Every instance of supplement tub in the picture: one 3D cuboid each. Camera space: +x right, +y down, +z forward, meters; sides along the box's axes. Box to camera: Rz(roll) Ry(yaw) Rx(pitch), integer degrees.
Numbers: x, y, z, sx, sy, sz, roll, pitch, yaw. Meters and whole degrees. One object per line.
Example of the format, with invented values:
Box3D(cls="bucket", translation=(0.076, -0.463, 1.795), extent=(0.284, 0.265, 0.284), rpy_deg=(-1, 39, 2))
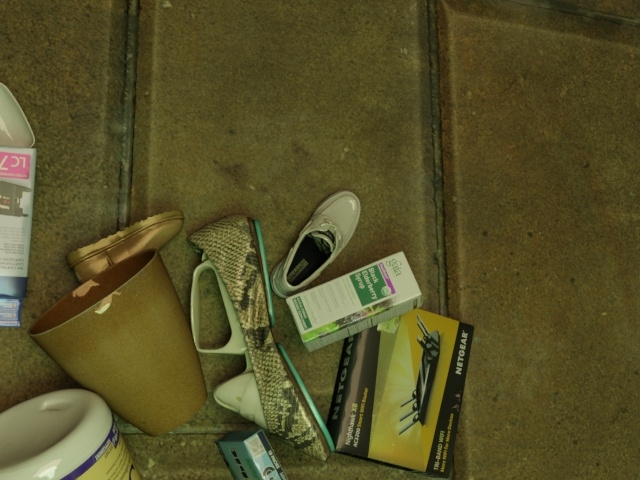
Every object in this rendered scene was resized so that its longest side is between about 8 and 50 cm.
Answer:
Box3D(cls="supplement tub", translation=(-0.381, 0.422, 1.312), extent=(0.241, 0.241, 0.332), rpy_deg=(-29, 113, -24))

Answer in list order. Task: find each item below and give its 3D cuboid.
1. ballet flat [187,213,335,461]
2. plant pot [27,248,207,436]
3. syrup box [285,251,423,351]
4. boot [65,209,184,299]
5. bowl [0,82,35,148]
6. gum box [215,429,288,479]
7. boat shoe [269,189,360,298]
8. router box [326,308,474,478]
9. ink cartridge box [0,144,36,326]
Box3D(cls="ballet flat", translation=(-0.134, 0.189, 1.565), extent=(0.181, 0.164, 0.483), rpy_deg=(-17, 78, -10))
Box3D(cls="plant pot", translation=(-0.300, 0.182, 1.398), extent=(0.237, 0.237, 0.254), rpy_deg=(-38, 107, -24))
Box3D(cls="syrup box", translation=(0.065, 0.115, 1.608), extent=(0.236, 0.096, 0.093), rpy_deg=(-22, 70, -2))
Box3D(cls="boot", translation=(-0.302, 0.107, 1.547), extent=(0.236, 0.089, 0.270), rpy_deg=(-26, 88, -14))
Box3D(cls="bowl", translation=(-0.592, -0.194, 1.514), extent=(0.142, 0.053, 0.142), rpy_deg=(-29, 91, -25))
Box3D(cls="gum box", translation=(-0.109, 0.408, 1.495), extent=(0.041, 0.184, 0.157), rpy_deg=(-28, 89, -25))
Box3D(cls="boat shoe", translation=(0.000, 0.000, 1.684), extent=(0.096, 0.088, 0.267), rpy_deg=(46, 67, -6))
Box3D(cls="router box", translation=(0.156, 0.284, 1.685), extent=(0.242, 0.081, 0.309), rpy_deg=(18, 72, -16))
Box3D(cls="ink cartridge box", translation=(-0.582, -0.009, 1.443), extent=(0.185, 0.065, 0.311), rpy_deg=(4, 90, -23))
